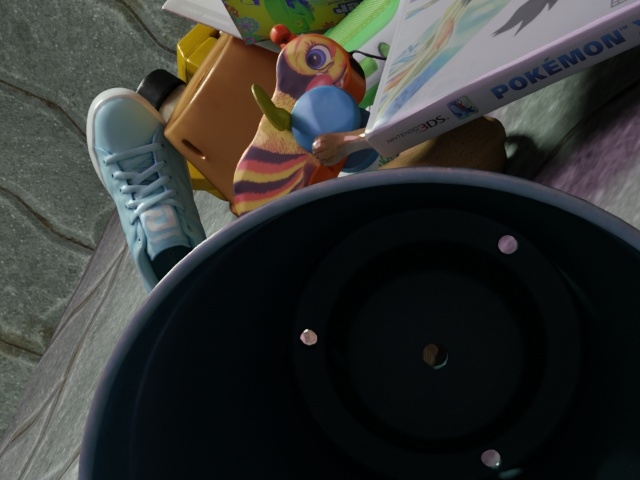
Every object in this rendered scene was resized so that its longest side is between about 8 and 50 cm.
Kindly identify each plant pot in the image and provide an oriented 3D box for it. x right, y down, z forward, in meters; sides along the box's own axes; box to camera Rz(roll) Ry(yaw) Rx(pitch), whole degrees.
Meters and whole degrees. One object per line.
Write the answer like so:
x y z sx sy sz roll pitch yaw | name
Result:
0.054 0.088 0.546 0.271 0.272 0.255 -54 0 11 | plant pot
-0.090 -0.180 1.622 0.291 0.204 0.291 -53 15 21 | plant pot

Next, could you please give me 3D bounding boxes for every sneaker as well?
-0.232 -0.046 1.642 0.135 0.365 0.150 -25 18 -12 | sneaker

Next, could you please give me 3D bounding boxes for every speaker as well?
0.096 -0.239 1.298 0.296 0.131 0.131 -29 32 61 | speaker

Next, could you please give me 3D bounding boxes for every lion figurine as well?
0.060 -0.018 0.940 0.240 0.142 0.392 -8 44 55 | lion figurine

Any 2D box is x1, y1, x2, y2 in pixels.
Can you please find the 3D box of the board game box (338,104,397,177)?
0.000 0.000 1.252 0.193 0.053 0.305 -45 19 35 | board game box

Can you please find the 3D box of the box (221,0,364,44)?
0.016 -0.436 1.459 0.290 0.177 0.279 -8 58 15 | box

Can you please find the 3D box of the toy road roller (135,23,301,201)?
-0.158 -0.221 1.919 0.329 0.203 0.240 -51 -17 -28 | toy road roller

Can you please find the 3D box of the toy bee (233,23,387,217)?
-0.004 -0.140 1.168 0.298 0.162 0.195 -45 -25 -15 | toy bee

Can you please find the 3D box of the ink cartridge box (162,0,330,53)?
-0.036 -0.346 1.593 0.066 0.296 0.261 100 -166 -59 | ink cartridge box

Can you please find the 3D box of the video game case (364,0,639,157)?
0.187 -0.239 0.920 0.300 0.036 0.329 -23 37 38 | video game case
